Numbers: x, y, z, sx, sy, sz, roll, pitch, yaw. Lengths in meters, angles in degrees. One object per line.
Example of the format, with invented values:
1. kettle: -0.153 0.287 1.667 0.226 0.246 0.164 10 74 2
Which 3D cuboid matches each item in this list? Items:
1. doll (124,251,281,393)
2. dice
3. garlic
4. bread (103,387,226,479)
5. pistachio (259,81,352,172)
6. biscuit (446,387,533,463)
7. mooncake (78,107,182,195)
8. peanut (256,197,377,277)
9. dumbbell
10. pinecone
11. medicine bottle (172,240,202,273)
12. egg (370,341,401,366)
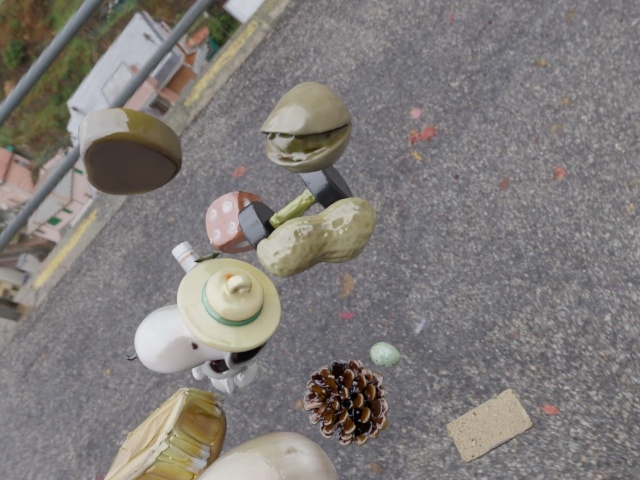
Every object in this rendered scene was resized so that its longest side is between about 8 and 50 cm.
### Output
1. doll: -0.132 0.130 0.799 0.208 0.271 0.143 -25 61 12
2. dice: -0.291 -0.062 1.977 0.174 0.175 0.179 -26 73 33
3. garlic: -0.089 0.289 0.607 0.128 0.267 0.148 -161 72 -63
4. bread: -0.247 0.343 0.892 0.241 0.107 0.136 -43 20 30
5. pistachio: -0.021 -0.165 0.830 0.136 0.135 0.226 -34 15 21
6. biscuit: 0.490 0.540 1.623 0.231 0.025 0.131 -34 50 13
7. mooncake: -0.442 -0.209 1.310 0.235 0.235 0.117 -30 56 24
8. peanut: 0.000 0.000 1.102 0.257 0.123 0.123 -25 46 -18
9. dumbbell: -0.077 -0.100 1.725 0.322 0.204 0.203 -37 51 14
10. pinecone: 0.071 0.462 1.618 0.264 0.264 0.264 -17 59 31
11. medicine bottle: -0.365 0.053 1.550 0.057 0.057 0.089 -41 82 16
12. egg: 0.226 0.398 1.940 0.110 0.085 0.085 5 72 25
